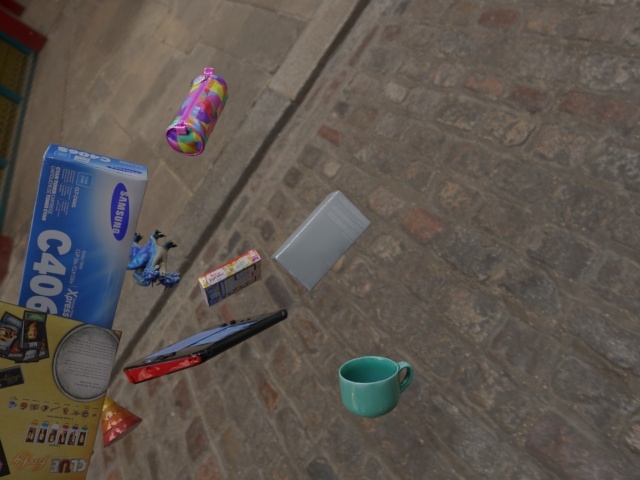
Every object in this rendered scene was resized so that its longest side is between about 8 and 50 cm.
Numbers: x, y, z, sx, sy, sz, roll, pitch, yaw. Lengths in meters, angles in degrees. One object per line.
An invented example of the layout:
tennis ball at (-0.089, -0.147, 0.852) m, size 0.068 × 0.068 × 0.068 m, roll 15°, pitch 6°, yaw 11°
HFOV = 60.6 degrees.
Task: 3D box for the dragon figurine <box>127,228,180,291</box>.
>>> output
dragon figurine at (-0.446, 0.056, 1.355) m, size 0.289 × 0.085 × 0.144 m, roll -3°, pitch 53°, yaw 35°

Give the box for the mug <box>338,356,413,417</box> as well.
mug at (0.121, 0.324, 1.189) m, size 0.157 × 0.129 × 0.098 m, roll -3°, pitch 103°, yaw 13°

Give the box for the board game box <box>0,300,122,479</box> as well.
board game box at (-0.319, 0.139, 0.512) m, size 0.042 × 0.243 × 0.165 m, roll -7°, pitch 65°, yaw 36°

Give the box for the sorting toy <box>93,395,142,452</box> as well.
sorting toy at (-0.668, 0.539, 1.460) m, size 0.126 × 0.365 × 0.127 m, roll 54°, pitch 145°, yaw 11°

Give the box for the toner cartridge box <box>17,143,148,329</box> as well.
toner cartridge box at (-0.426, 0.021, 0.972) m, size 0.075 × 0.165 × 0.348 m, roll -124°, pitch 49°, yaw -60°

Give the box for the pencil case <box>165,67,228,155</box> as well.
pencil case at (-0.296, -0.312, 1.331) m, size 0.104 × 0.104 × 0.237 m, roll -24°, pitch 40°, yaw 34°

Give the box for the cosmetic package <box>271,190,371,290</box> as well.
cosmetic package at (0.000, 0.000, 1.387) m, size 0.238 × 0.127 × 0.107 m, roll -45°, pitch 9°, yaw -7°

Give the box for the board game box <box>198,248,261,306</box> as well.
board game box at (-0.276, 0.118, 1.698) m, size 0.193 × 0.147 × 0.045 m, roll -28°, pitch 67°, yaw -19°

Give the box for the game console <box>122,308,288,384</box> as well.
game console at (-0.321, 0.288, 1.542) m, size 0.341 × 0.386 × 0.060 m, roll -24°, pitch 88°, yaw 34°
